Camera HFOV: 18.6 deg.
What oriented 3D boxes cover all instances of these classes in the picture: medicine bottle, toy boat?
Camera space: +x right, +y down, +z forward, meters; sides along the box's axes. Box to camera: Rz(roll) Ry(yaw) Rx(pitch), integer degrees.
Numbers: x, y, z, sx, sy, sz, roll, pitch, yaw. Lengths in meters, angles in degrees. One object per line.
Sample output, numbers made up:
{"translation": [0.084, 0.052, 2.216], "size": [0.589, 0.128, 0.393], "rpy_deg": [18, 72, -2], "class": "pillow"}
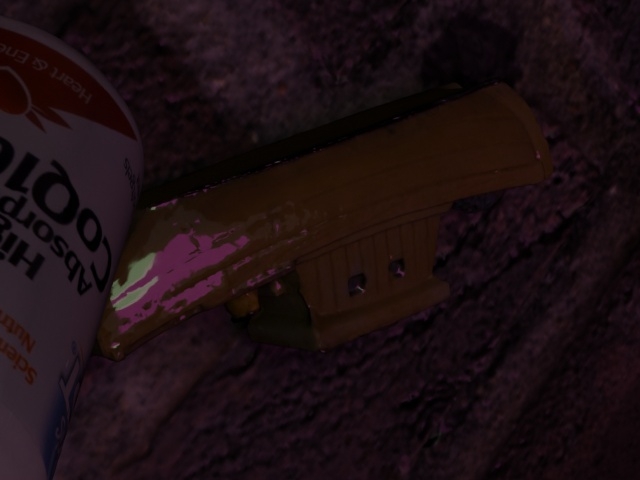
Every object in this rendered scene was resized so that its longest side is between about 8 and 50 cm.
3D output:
{"translation": [-0.179, 0.043, 0.849], "size": [0.157, 0.157, 0.288], "rpy_deg": [45, 37, -30], "class": "medicine bottle"}
{"translation": [0.000, 0.000, 1.092], "size": [0.321, 0.089, 0.121], "rpy_deg": [-23, 108, -35], "class": "toy boat"}
